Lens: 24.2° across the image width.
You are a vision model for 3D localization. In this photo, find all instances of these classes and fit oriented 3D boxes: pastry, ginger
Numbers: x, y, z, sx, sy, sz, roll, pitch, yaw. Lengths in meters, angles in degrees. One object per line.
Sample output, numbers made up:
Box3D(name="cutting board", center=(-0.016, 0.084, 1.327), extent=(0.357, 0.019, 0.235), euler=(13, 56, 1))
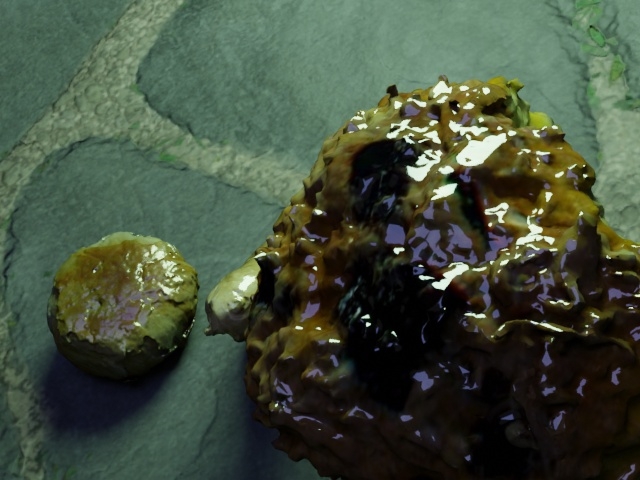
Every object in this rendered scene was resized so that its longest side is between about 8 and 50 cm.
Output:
Box3D(name="pastry", center=(0.114, 0.068, 1.158), extent=(0.337, 0.292, 0.405), euler=(-42, 59, 3))
Box3D(name="ginger", center=(0.000, 0.000, 1.363), extent=(0.081, 0.148, 0.334), euler=(38, 58, 12))
Box3D(name="pastry", center=(-0.187, 0.061, 1.423), extent=(0.153, 0.081, 0.153), euler=(-11, 48, 12))
